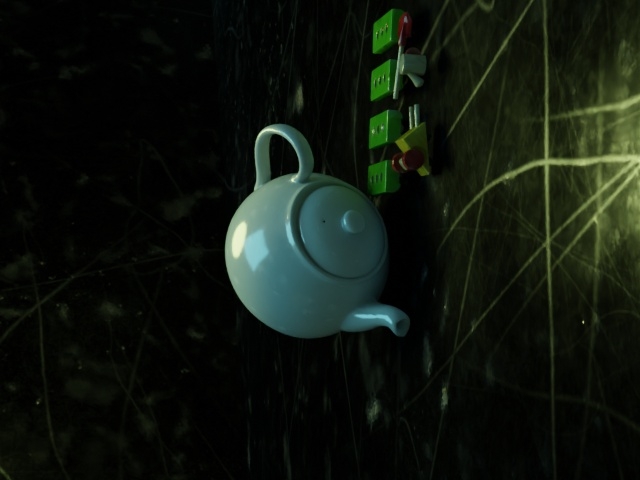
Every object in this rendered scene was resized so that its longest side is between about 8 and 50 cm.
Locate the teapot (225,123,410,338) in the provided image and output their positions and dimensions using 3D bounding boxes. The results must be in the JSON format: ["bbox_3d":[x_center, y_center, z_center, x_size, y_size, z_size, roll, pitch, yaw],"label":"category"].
[{"bbox_3d":[0.000,0.000,1.899,0.187,0.256,0.252,-40,33,54],"label":"teapot"}]

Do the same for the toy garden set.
[{"bbox_3d":[0.112,-0.185,1.823,0.204,0.049,0.244,172,101,-79],"label":"toy garden set"}]
